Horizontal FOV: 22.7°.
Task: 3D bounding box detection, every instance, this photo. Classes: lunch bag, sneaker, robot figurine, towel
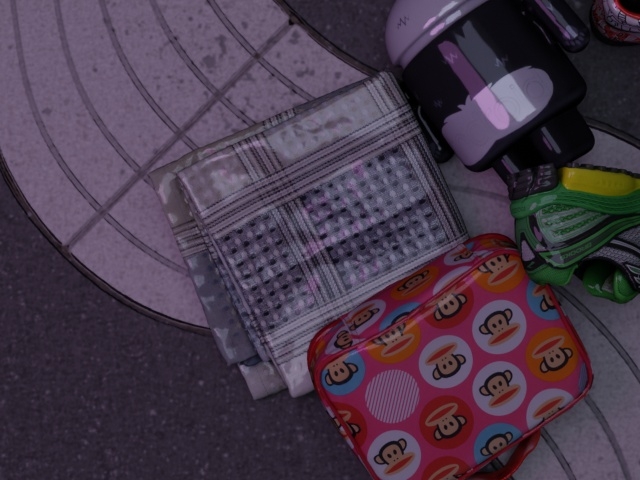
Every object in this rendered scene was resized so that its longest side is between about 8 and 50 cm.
[{"bbox_3d":[0.157,0.160,1.814,0.293,0.120,0.258,-31,106,0],"label":"lunch bag"},{"bbox_3d":[0.351,0.001,1.786,0.343,0.134,0.146,3,83,-29],"label":"sneaker"},{"bbox_3d":[0.196,-0.192,1.841,0.209,0.173,0.278,-35,84,-4],"label":"robot figurine"},{"bbox_3d":[0.452,-0.282,1.847,0.270,0.145,0.090,-7,84,2],"label":"sneaker"},{"bbox_3d":[0.000,0.000,1.857,0.324,0.056,0.312,-24,98,1],"label":"towel"}]
